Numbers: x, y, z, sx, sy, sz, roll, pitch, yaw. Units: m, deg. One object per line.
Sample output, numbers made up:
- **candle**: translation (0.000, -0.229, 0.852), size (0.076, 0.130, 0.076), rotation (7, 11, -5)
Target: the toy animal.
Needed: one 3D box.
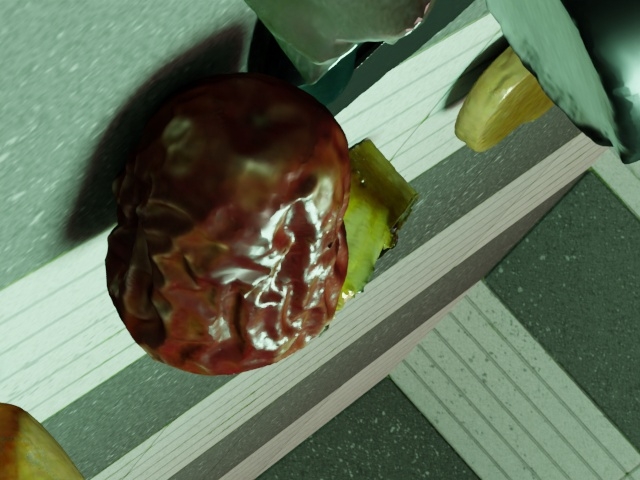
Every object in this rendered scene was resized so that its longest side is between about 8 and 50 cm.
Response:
- **toy animal**: translation (0.266, -0.225, 1.203), size (0.310, 0.251, 0.251), rotation (-34, 171, -3)

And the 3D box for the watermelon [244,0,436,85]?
- **watermelon**: translation (0.069, -0.202, 0.522), size (0.310, 0.193, 0.232), rotation (-39, 172, -23)

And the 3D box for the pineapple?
- **pineapple**: translation (0.000, 0.000, 1.581), size (0.186, 0.114, 0.236), rotation (-42, -179, 1)

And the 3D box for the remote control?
- **remote control**: translation (-0.001, -0.125, 1.092), size (0.072, 0.042, 0.222), rotation (-37, 170, -14)

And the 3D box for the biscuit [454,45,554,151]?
- **biscuit**: translation (0.267, -0.226, 1.759), size (0.376, 0.051, 0.269), rotation (-40, 169, -19)

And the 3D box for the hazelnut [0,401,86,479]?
- **hazelnut**: translation (-0.243, 0.205, 1.251), size (0.182, 0.182, 0.182), rotation (-41, 171, -7)

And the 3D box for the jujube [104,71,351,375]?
- **jujube**: translation (-0.054, -0.012, 1.103), size (0.155, 0.155, 0.230), rotation (-37, 161, -28)

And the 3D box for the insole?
- **insole**: translation (0.042, -0.134, 1.343), size (0.309, 0.012, 0.110), rotation (-41, 172, -3)
